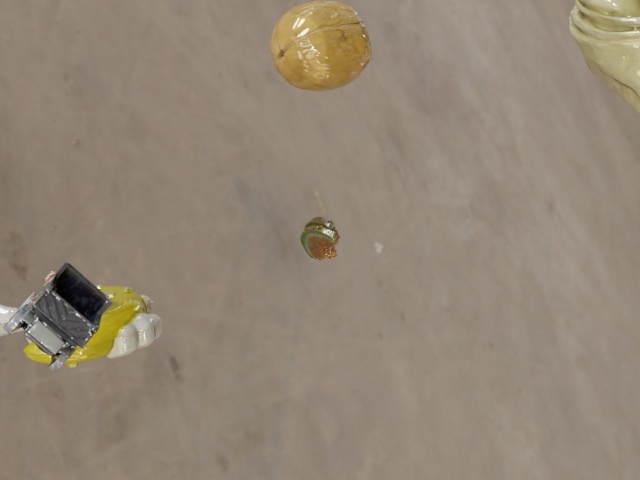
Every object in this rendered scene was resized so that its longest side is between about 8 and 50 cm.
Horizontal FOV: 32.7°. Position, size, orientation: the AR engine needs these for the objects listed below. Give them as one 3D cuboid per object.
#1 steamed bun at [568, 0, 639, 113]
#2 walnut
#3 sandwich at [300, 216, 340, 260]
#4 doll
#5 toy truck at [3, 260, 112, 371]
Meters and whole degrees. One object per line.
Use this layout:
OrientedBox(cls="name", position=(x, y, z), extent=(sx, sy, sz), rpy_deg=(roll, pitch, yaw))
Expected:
OrientedBox(cls="steamed bun", position=(0.493, -0.357, 1.565), extent=(0.203, 0.289, 0.276), rpy_deg=(34, 15, -49))
OrientedBox(cls="walnut", position=(-0.001, -0.352, 1.978), extent=(0.197, 0.165, 0.165), rpy_deg=(-27, 95, -38))
OrientedBox(cls="sandwich", position=(-0.001, 0.000, 1.812), extent=(0.067, 0.135, 0.029), rpy_deg=(39, 67, 11))
OrientedBox(cls="doll", position=(-0.369, 0.125, 1.645), extent=(0.252, 0.237, 0.111), rpy_deg=(-12, 113, -25))
OrientedBox(cls="toy truck", position=(-0.308, 0.087, 1.296), extent=(0.083, 0.092, 0.192), rpy_deg=(43, -1, -11))
